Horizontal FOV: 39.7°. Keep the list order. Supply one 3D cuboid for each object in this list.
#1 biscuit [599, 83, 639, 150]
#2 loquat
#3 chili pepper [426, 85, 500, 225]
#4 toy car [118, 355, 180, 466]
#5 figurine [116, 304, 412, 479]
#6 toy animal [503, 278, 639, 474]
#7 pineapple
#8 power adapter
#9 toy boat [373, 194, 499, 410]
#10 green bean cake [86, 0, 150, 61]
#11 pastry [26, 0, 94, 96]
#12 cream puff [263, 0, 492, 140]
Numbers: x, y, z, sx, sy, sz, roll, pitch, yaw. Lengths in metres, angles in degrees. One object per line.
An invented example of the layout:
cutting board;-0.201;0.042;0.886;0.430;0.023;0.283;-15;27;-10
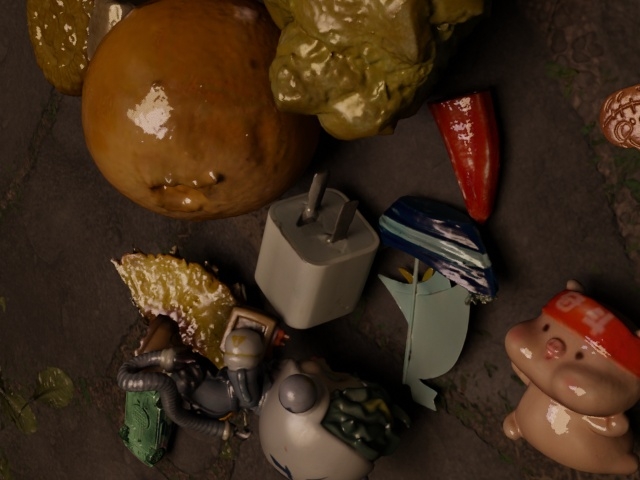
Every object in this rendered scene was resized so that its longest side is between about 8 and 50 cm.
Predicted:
biscuit;0.354;-0.133;0.977;0.091;0.015;0.078;-16;90;40
loquat;-0.154;-0.179;1.177;0.328;0.328;0.328;10;107;37
chili pepper;0.186;-0.099;1.095;0.088;0.065;0.169;2;108;53
toy car;-0.296;0.296;1.566;0.090;0.076;0.224;31;126;28
figurine;-0.061;0.208;1.213;0.382;0.261;0.186;28;96;2
toy animal;0.297;0.155;1.002;0.171;0.171;0.197;20;116;34
pineapple;-0.169;0.136;1.410;0.161;0.158;0.334;-35;80;-1
power adapter;0.000;0.000;1.183;0.130;0.125;0.205;54;145;31
toy boat;0.137;0.097;1.171;0.220;0.067;0.291;28;120;44
green bean cake;-0.249;-0.302;1.316;0.085;0.179;0.109;35;123;42
pastry;-0.396;-0.352;1.457;0.235;0.132;0.240;9;104;37
cream puff;0.033;-0.266;0.992;0.270;0.323;0.274;-43;87;14
